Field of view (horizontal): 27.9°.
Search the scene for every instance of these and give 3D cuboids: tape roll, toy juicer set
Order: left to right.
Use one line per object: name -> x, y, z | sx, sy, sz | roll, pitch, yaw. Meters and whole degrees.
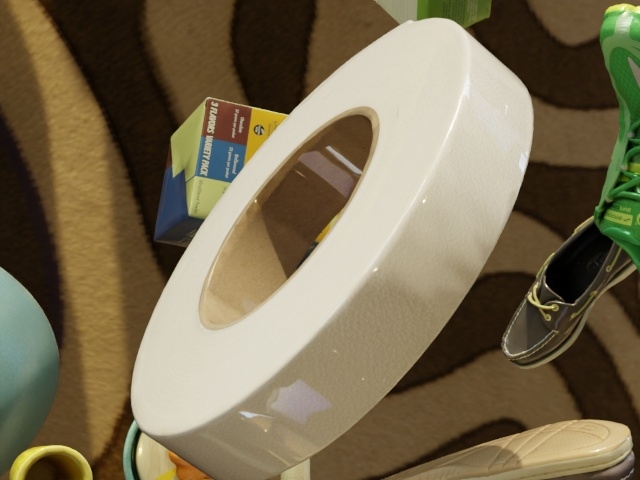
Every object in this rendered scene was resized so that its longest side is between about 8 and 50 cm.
toy juicer set -> -0.106, 0.232, 1.194 | 0.329, 0.089, 0.209 | -23, 99, -25
tape roll -> 0.000, 0.000, 0.980 | 0.072, 0.392, 0.392 | 37, 71, -19

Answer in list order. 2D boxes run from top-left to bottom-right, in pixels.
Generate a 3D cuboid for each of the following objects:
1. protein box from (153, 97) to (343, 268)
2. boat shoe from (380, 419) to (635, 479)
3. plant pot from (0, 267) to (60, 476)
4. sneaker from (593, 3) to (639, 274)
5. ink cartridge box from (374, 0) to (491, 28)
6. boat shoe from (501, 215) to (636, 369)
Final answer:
protein box -> -0.067, -0.057, 1.485 | 0.201, 0.200, 0.136 | 11, 79, -17
boat shoe -> 0.137, 0.218, 1.050 | 0.103, 0.285, 0.092 | -20, 87, -54
plant pot -> -0.426, 0.169, 1.294 | 0.290, 0.195, 0.290 | 0, 116, 0
sneaker -> 0.288, -0.052, 1.058 | 0.123, 0.109, 0.295 | -34, 116, -27
ink cartridge box -> 0.084, -0.375, 1.468 | 0.097, 0.255, 0.189 | -27, 145, -19
boat shoe -> 0.277, 0.054, 1.464 | 0.069, 0.081, 0.228 | 17, 119, -45
